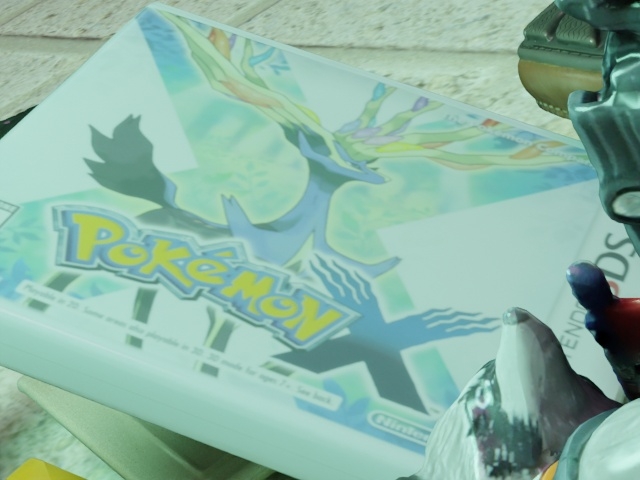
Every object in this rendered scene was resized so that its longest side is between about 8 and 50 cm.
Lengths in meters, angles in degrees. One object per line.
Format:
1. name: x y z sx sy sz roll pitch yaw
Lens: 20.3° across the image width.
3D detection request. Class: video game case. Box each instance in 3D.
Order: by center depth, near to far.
1. video game case: 0.000 0.000 0.877 0.329 0.036 0.300 19 36 12

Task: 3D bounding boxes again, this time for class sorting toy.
1. sorting toy: -0.044 0.073 0.953 0.348 0.047 0.196 -33 34 -23

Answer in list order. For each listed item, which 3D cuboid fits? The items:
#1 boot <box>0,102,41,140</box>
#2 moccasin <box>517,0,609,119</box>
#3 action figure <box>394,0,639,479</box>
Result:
1. boot: -0.164 0.019 1.054 0.236 0.178 0.085 -23 22 -2
2. moccasin: 0.251 -0.071 0.878 0.380 0.147 0.139 9 45 45
3. action figure: 0.149 0.054 0.469 0.330 0.341 0.178 -3 47 44
